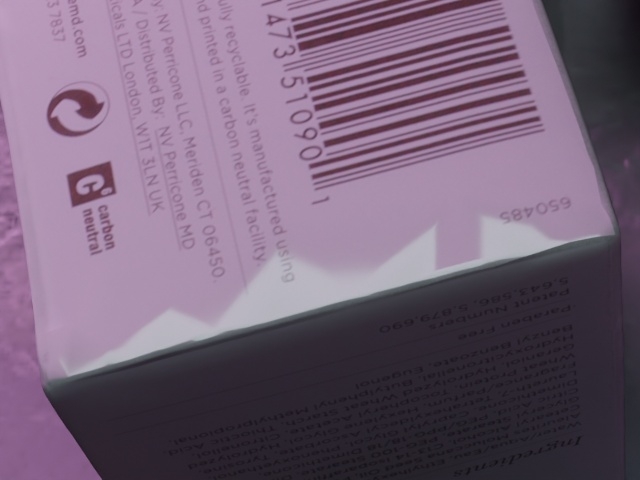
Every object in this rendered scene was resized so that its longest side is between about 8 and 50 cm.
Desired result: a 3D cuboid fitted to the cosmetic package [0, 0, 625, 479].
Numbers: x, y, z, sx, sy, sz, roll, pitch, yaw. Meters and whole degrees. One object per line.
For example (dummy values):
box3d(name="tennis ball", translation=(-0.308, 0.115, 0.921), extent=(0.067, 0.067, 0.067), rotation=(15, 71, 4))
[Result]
box3d(name="cosmetic package", translation=(0.000, 0.000, 0.565), extent=(0.151, 0.184, 0.151), rotation=(-15, 59, 1))
